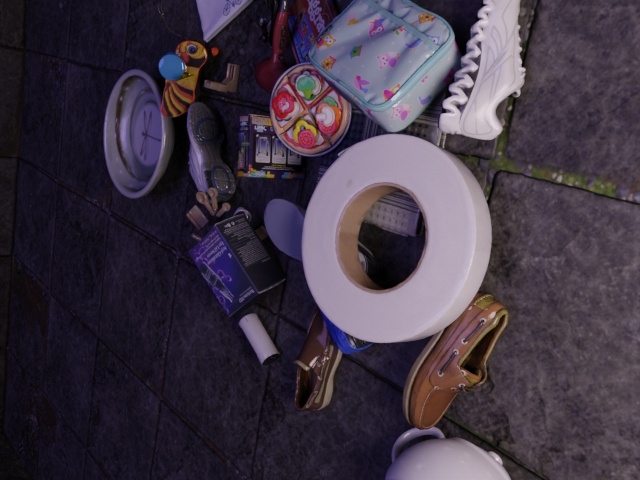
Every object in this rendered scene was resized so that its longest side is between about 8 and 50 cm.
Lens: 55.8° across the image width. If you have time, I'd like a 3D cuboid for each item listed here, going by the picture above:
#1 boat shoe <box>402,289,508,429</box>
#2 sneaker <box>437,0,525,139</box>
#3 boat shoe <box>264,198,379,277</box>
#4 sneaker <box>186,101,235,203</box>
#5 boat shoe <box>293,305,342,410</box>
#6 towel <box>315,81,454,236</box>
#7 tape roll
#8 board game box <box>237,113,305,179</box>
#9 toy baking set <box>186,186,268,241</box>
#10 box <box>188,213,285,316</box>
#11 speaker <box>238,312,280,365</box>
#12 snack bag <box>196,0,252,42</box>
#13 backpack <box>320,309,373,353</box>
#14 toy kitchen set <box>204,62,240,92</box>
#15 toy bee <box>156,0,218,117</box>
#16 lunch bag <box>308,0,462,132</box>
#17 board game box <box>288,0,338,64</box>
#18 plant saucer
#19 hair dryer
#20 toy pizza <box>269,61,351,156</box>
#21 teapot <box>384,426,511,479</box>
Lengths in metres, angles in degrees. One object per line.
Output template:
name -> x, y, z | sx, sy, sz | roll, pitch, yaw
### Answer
boat shoe -> 0.244, 0.234, 1.110 | 0.104, 0.110, 0.307 | 34, 116, 41
sneaker -> 0.302, -0.313, 1.038 | 0.118, 0.110, 0.292 | 21, 102, 14
boat shoe -> 0.002, -0.004, 1.353 | 0.306, 0.105, 0.113 | 28, 108, 35
sneaker -> -0.330, -0.239, 1.683 | 0.129, 0.111, 0.297 | -19, 78, 50
boat shoe -> -0.011, 0.274, 1.387 | 0.095, 0.095, 0.258 | 13, 102, 45
towel -> 0.126, -0.185, 1.261 | 0.324, 0.056, 0.312 | 22, 105, 45
tape roll -> 0.127, -0.005, 1.136 | 0.392, 0.072, 0.392 | -7, 80, 40
board game box -> -0.111, -0.215, 1.409 | 0.048, 0.170, 0.141 | 7, 97, 47
toy baking set -> -0.261, -0.033, 1.622 | 0.256, 0.030, 0.197 | 32, 131, 15
box -> -0.213, 0.064, 1.539 | 0.153, 0.108, 0.207 | -40, 81, 40
speaker -> -0.159, 0.257, 1.569 | 0.136, 0.055, 0.055 | 54, 127, 28
snack bag -> -0.257, -0.763, 1.624 | 0.323, 0.037, 0.343 | -22, 77, 45
backpack -> 0.066, 0.182, 1.306 | 0.120, 0.098, 0.101 | 60, 152, 14
toy kitchen set -> -0.274, -0.443, 1.625 | 0.068, 0.083, 0.075 | 24, 109, 42
toy bee -> -0.364, -0.487, 1.668 | 0.195, 0.162, 0.298 | -97, 11, -47
lunch bag -> 0.120, -0.359, 1.153 | 0.224, 0.108, 0.279 | -46, 54, 6
board game box -> -0.006, -0.446, 1.363 | 0.145, 0.027, 0.281 | -39, 58, 40
plant saucer -> -0.557, -0.333, 1.914 | 0.400, 0.100, 0.401 | 4, 96, 46
hair dryer -> -0.110, -0.446, 1.414 | 0.223, 0.080, 0.294 | 131, 122, -68
toy pizza -> -0.028, -0.282, 1.310 | 0.201, 0.032, 0.201 | 7, 106, 26
teapot -> 0.249, 0.443, 1.075 | 0.256, 0.187, 0.252 | 47, 153, 14
